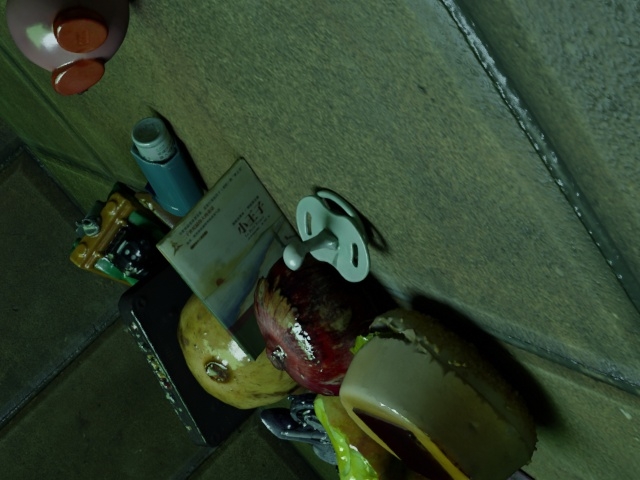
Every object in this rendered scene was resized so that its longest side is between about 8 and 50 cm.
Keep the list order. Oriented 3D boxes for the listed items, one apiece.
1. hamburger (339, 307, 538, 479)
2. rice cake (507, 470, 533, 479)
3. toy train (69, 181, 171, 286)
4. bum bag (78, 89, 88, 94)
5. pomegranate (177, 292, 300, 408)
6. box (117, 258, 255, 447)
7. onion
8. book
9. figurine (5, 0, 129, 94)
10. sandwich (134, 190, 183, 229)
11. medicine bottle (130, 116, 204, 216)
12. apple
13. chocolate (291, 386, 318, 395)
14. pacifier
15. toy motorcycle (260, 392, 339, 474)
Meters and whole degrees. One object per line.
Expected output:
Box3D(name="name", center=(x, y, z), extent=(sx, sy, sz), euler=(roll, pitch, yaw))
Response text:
Box3D(name="hamburger", center=(0.167, 0.225, 1.564), extent=(0.302, 0.170, 0.302), euler=(35, 163, 12))
Box3D(name="rice cake", center=(0.248, 0.371, 1.942), extent=(0.365, 0.072, 0.056), euler=(34, 163, 40))
Box3D(name="toy train", center=(-0.340, 0.038, 2.301), extent=(0.249, 0.178, 0.429), euler=(37, -177, 28))
Box3D(name="bum bag", center=(-0.535, -0.350, 2.266), extent=(0.159, 0.026, 0.109), euler=(26, 157, 55))
Box3D(name="pomegranate", center=(-0.125, 0.169, 2.042), extent=(0.281, 0.281, 0.281), euler=(42, 166, 13))
Box3D(name="box", center=(-0.235, 0.205, 2.148), extent=(0.058, 0.211, 0.350), euler=(-7, 117, 43))
Box3D(name="onion", center=(-0.003, 0.132, 1.746), extent=(0.246, 0.190, 0.246), euler=(51, 167, 16))
Box3D(name="book", center=(-0.119, 0.035, 1.794), extent=(0.026, 0.201, 0.289), euler=(20, 153, 49))
Box3D(name="figurine", center=(-0.346, -0.314, 1.526), extent=(0.173, 0.173, 0.173), euler=(42, 166, 13))
Box3D(name="sandwich", center=(-0.251, -0.039, 2.212), extent=(0.244, 0.088, 0.090), euler=(42, 175, -1))
Box3D(name="medicine bottle", center=(-0.285, -0.134, 2.039), extent=(0.124, 0.079, 0.258), euler=(39, 164, 27))
Box3D(name="apple", center=(0.094, 0.319, 1.876), extent=(0.246, 0.246, 0.226), euler=(53, 164, -30))
Box3D(name="chocolate", center=(-0.004, 0.259, 2.216), extent=(0.214, 0.148, 0.093), euler=(26, 151, 49))
Box3D(name="pacifier", center=(0.000, 0.000, 1.527), extent=(0.150, 0.116, 0.127), euler=(41, 140, 33))
Box3D(name="toy motorcycle", center=(0.045, 0.371, 2.081), extent=(0.307, 0.108, 0.173), euler=(33, 139, -25))
